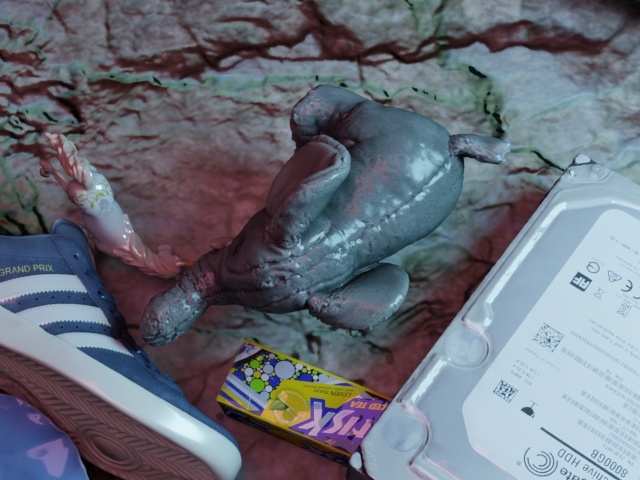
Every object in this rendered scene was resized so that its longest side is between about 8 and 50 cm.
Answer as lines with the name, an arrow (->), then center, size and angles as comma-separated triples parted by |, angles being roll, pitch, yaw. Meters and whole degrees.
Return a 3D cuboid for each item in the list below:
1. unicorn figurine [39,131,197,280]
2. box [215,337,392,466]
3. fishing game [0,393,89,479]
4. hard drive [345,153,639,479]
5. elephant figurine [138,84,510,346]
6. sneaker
unicorn figurine -> -0.178, -0.018, 1.215 | 0.111, 0.162, 0.060 | 30, 80, 45
box -> 0.006, 0.141, 1.152 | 0.169, 0.054, 0.059 | 21, 73, 14
fishing game -> -0.270, 0.215, 1.151 | 0.264, 0.041, 0.189 | 28, 93, 7
hard drive -> 0.208, 0.114, 1.097 | 0.237, 0.064, 0.339 | 33, 66, 16
elephant figurine -> 0.000, 0.000, 1.119 | 0.169, 0.186, 0.239 | 34, 49, 7
sneaker -> -0.198, 0.071, 1.172 | 0.350, 0.131, 0.148 | 30, 54, 7
